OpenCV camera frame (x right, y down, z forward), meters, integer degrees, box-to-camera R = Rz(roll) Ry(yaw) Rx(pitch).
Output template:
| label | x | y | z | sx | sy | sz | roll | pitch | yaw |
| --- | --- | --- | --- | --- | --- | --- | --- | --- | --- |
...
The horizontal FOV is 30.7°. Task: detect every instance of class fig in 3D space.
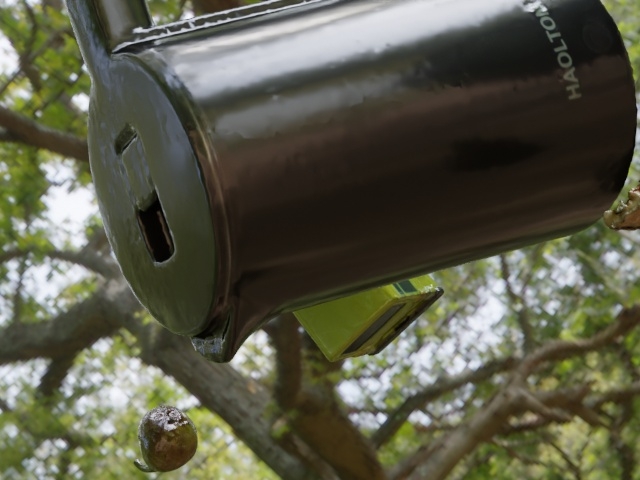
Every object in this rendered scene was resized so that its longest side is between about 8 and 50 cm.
| label | x | y | z | sx | sy | sz | roll | pitch | yaw |
| --- | --- | --- | --- | --- | --- | --- | --- | --- | --- |
| fig | -0.200 | 0.264 | 1.495 | 0.082 | 0.084 | 0.098 | -20 | -49 | -61 |

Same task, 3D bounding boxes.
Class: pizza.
| label | x | y | z | sx | sy | sz | roll | pitch | yaw |
| --- | --- | --- | --- | --- | --- | --- | --- | --- | --- |
| pizza | 0.202 | -0.036 | 0.655 | 0.083 | 0.025 | 0.078 | -10 | -30 | -27 |

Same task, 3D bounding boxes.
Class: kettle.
| label | x | y | z | sx | sy | sz | roll | pitch | yaw |
| --- | --- | --- | --- | --- | --- | --- | --- | --- | --- |
| kettle | 0.020 | -0.093 | 0.743 | 0.308 | 0.203 | 0.262 | -16 | -69 | -30 |

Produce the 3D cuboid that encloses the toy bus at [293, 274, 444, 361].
| label | x | y | z | sx | sy | sz | roll | pitch | yaw |
| --- | --- | --- | --- | --- | --- | --- | --- | --- | --- |
| toy bus | 0.000 | 0.000 | 1.325 | 0.128 | 0.262 | 0.150 | -46 | -19 | 23 |
